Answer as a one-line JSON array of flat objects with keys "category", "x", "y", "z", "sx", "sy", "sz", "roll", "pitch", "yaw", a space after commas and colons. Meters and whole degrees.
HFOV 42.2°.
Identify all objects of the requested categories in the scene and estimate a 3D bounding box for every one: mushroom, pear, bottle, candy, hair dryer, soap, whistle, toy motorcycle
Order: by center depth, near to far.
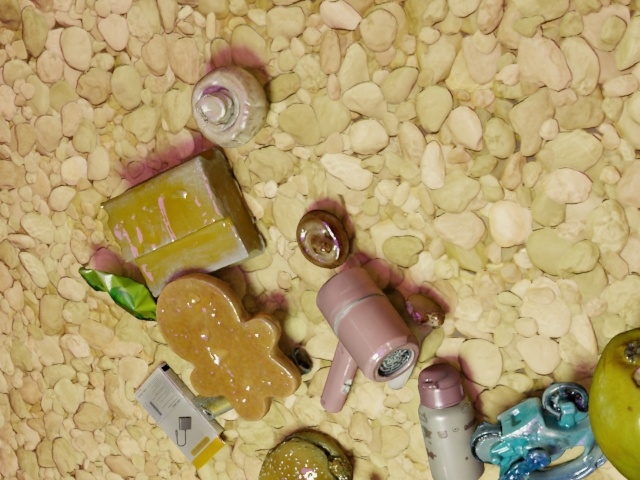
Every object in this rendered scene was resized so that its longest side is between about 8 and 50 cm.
[{"category": "pear", "x": 0.585, "y": 0.292, "z": 1.385, "sx": 0.269, "sy": 0.269, "sz": 0.321, "roll": -31, "pitch": 105, "yaw": 29}, {"category": "toy motorcycle", "x": 0.421, "y": 0.377, "z": 1.556, "sx": 0.260, "sy": 0.154, "sz": 0.206, "roll": -38, "pitch": 109, "yaw": 25}, {"category": "bottle", "x": 0.252, "y": 0.359, "z": 1.644, "sx": 0.109, "sy": 0.110, "sz": 0.233, "roll": -9, "pitch": 99, "yaw": 28}, {"category": "mushroom", "x": 0.180, "y": 0.205, "z": 1.663, "sx": 0.084, "sy": 0.071, "sz": 0.209, "roll": 14, "pitch": 117, "yaw": -13}, {"category": "mushroom", "x": -0.186, "y": -0.269, "z": 1.677, "sx": 0.166, "sy": 0.127, "sz": 0.166, "roll": 10, "pitch": 115, "yaw": 22}, {"category": "mushroom", "x": 0.007, "y": -0.003, "z": 1.681, "sx": 0.109, "sy": 0.085, "sz": 0.126, "roll": 5, "pitch": 112, "yaw": 61}, {"category": "hair dryer", "x": 0.070, "y": 0.250, "z": 1.682, "sx": 0.210, "sy": 0.125, "sz": 0.353, "roll": 54, "pitch": 143, "yaw": 38}, {"category": "soap", "x": -0.294, "y": -0.032, "z": 1.793, "sx": 0.281, "sy": 0.143, "sz": 0.259, "roll": -24, "pitch": 97, "yaw": 24}, {"category": "whistle", "x": -0.157, "y": 0.326, "z": 1.863, "sx": 0.326, "sy": 0.057, "sz": 0.068, "roll": -30, "pitch": 90, "yaw": 30}, {"category": "candy", "x": -0.435, "y": 0.129, "z": 1.923, "sx": 0.246, "sy": 0.149, "sz": 0.069, "roll": 30, "pitch": 73, "yaw": 15}]

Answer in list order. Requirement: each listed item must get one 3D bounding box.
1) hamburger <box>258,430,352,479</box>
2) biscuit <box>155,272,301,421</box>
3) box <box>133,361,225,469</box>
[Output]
[{"category": "hamburger", "x": -0.035, "y": 0.520, "z": 1.821, "sx": 0.215, "sy": 0.122, "sz": 0.189, "roll": -43, "pitch": 81, "yaw": 26}, {"category": "biscuit", "x": -0.205, "y": 0.223, "z": 1.781, "sx": 0.355, "sy": 0.052, "sz": 0.275, "roll": 45, "pitch": 118, "yaw": 1}, {"category": "box", "x": -0.335, "y": 0.422, "z": 1.992, "sx": 0.247, "sy": 0.033, "sz": 0.129, "roll": 48, "pitch": 118, "yaw": 7}]
